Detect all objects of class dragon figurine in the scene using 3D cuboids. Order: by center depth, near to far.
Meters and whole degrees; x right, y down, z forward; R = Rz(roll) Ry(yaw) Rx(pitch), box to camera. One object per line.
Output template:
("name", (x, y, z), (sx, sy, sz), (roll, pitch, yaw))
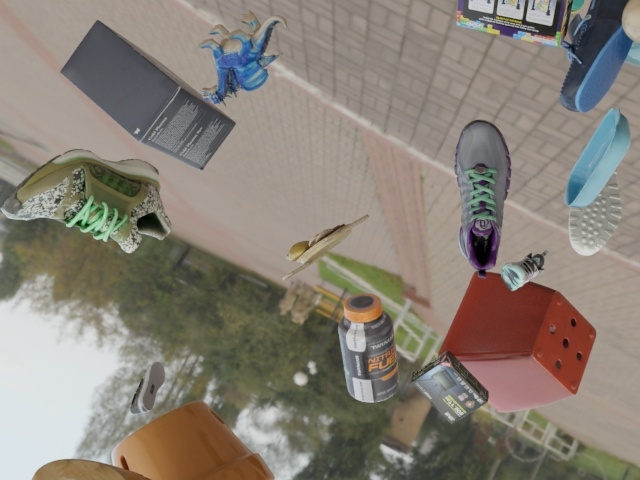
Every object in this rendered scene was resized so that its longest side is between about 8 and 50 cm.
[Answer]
("dragon figurine", (-0.131, -0.343, 1.332), (0.289, 0.085, 0.144), (-8, 134, 38))

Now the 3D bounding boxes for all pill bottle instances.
("pill bottle", (0.111, 0.247, 1.661), (0.130, 0.130, 0.245), (20, 129, 45))

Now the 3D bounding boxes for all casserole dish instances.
("casserole dish", (0.467, -0.133, 1.186), (0.037, 0.114, 0.188), (20, 132, 3))

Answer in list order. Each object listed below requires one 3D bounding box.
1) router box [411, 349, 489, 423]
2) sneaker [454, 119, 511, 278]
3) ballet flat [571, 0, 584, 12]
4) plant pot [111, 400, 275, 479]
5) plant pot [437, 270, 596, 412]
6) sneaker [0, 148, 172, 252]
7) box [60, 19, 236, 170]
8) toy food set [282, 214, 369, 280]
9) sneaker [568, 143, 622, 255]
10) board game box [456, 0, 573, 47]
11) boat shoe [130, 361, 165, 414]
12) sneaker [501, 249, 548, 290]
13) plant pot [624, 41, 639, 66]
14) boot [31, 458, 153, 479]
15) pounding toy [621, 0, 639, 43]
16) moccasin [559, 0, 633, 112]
("router box", (0.249, 0.283, 1.365), (0.122, 0.092, 0.038), (46, -152, -6))
("sneaker", (0.241, -0.060, 1.028), (0.083, 0.223, 0.098), (-4, -160, 7))
("ballet flat", (0.404, -0.517, 1.344), (0.231, 0.077, 0.077), (34, -177, -14))
("plant pot", (-0.262, 0.444, 1.344), (0.203, 0.291, 0.291), (56, 180, 16))
("plant pot", (0.492, 0.243, 1.692), (0.267, 0.267, 0.236), (41, 152, -24))
("sneaker", (-0.418, -0.062, 1.373), (0.182, 0.158, 0.410), (53, -157, 12))
("box", (-0.458, -0.385, 1.922), (0.343, 0.179, 0.312), (40, -173, 20))
("toy food set", (0.000, 0.000, 1.293), (0.038, 0.132, 0.192), (56, 144, 6))
("sneaker", (0.516, -0.068, 1.346), (0.090, 0.235, 0.094), (15, 155, 9))
("board game box", (0.297, -0.382, 1.075), (0.170, 0.048, 0.141), (21, 142, 22))
("boat shoe", (-0.371, 0.314, 1.511), (0.049, 0.040, 0.142), (59, -161, -25))
("sneaker", (0.287, 0.034, 0.975), (0.038, 0.069, 0.098), (56, -179, 11))
("plant pot", (0.769, -0.470, 1.480), (0.196, 0.290, 0.290), (29, 172, -6))
("boot", (-0.278, 0.408, 1.070), (0.295, 0.104, 0.211), (19, 159, -5))
("pounding toy", (0.427, -0.235, 0.709), (0.237, 0.182, 0.110), (25, 144, -10))
("moccasin", (0.548, -0.401, 1.402), (0.117, 0.341, 0.137), (23, 163, 33))
